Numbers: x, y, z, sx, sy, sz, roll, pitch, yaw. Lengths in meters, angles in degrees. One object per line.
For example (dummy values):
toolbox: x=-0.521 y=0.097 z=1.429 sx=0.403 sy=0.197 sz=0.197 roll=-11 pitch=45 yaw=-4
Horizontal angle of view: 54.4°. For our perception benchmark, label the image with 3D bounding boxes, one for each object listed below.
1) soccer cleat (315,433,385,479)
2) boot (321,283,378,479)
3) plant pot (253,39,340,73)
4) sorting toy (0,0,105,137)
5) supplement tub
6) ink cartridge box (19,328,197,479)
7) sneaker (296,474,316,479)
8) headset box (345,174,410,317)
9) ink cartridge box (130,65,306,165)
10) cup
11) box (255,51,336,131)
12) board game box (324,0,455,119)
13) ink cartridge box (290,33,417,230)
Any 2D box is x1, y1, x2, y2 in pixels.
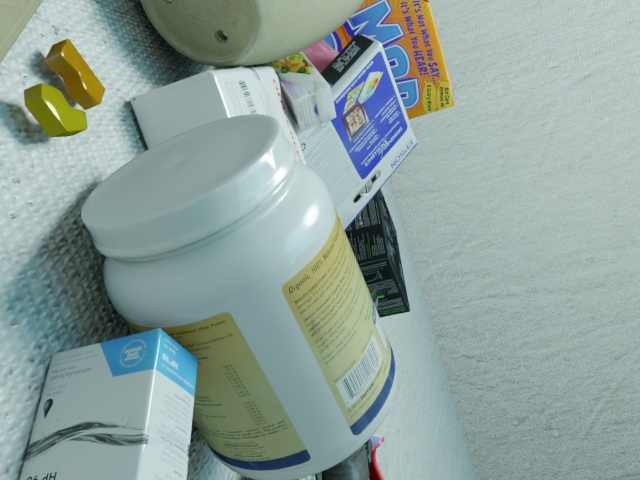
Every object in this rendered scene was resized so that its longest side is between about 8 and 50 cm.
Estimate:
soccer cleat: x=0.075 y=0.463 z=0.978 sx=0.108 sy=0.116 sz=0.318 roll=15 pitch=61 yaw=-73
boot: x=0.033 y=0.209 z=0.955 sx=0.338 sy=0.118 sz=0.222 roll=-47 pitch=129 yaw=-67
plant pot: x=-0.042 y=-0.316 z=1.195 sx=0.180 sy=0.201 sz=0.201 roll=64 pitch=10 yaw=22
sorting toy: x=-0.284 y=-0.193 z=0.475 sx=0.229 sy=0.041 sz=0.307 roll=-96 pitch=163 yaw=-45
supplement tub: x=-0.070 y=0.058 z=0.627 sx=0.228 sy=0.228 sz=0.316 roll=-81 pitch=152 yaw=-57
ink cartridge box: x=-0.156 y=0.164 z=0.455 sx=0.060 sy=0.104 sz=0.180 roll=58 pitch=22 yaw=-48
sneaker: x=0.043 y=0.429 z=0.769 sx=0.158 sy=0.182 sz=0.410 roll=-25 pitch=99 yaw=-75
headset box: x=0.114 y=0.024 z=1.479 sx=0.283 sy=0.131 sz=0.246 roll=60 pitch=20 yaw=-54
ink cartridge box: x=-0.116 y=-0.124 z=0.849 sx=0.273 sy=0.115 sz=0.198 roll=-57 pitch=130 yaw=-71
cup: x=-0.106 y=-0.365 z=0.821 sx=0.331 sy=0.331 sz=0.237 roll=63 pitch=38 yaw=-38
box: x=-0.072 y=-0.303 z=1.041 sx=0.067 sy=0.063 sz=0.324 roll=77 pitch=-15 yaw=-49
board game box: x=0.075 y=-0.498 z=1.431 sx=0.356 sy=0.356 sz=0.356 roll=59 pitch=23 yaw=-48
ink cartridge box: x=0.034 y=-0.166 z=1.150 sx=0.072 sy=0.303 sz=0.307 roll=36 pitch=-9 yaw=30
